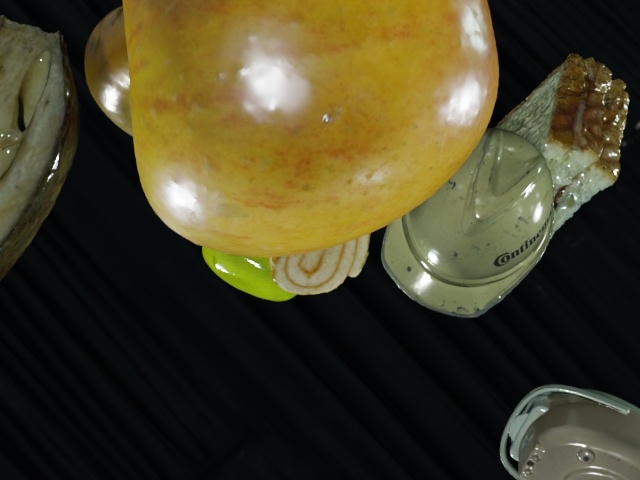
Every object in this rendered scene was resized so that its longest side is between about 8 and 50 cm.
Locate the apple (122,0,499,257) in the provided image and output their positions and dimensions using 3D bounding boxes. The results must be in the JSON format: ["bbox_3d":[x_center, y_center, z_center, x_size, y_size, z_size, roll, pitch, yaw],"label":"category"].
[{"bbox_3d":[-0.015,-0.131,0.834,0.275,0.299,0.299,-10,170,-9],"label":"apple"}]

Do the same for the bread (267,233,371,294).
[{"bbox_3d":[0.000,0.000,1.333,0.073,0.122,0.149,-105,-154,-57],"label":"bread"}]

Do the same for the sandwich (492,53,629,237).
[{"bbox_3d":[0.319,-0.101,1.632,0.325,0.131,0.262,-47,-167,39],"label":"sandwich"}]

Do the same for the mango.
[{"bbox_3d":[-0.100,0.034,1.560,0.089,0.163,0.117,-48,170,-27],"label":"mango"}]

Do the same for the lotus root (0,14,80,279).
[{"bbox_3d":[-0.361,-0.083,1.215,0.314,0.210,0.142,-65,158,-10],"label":"lotus root"}]

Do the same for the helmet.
[{"bbox_3d":[0.197,-0.042,1.308,0.257,0.204,0.137,-61,179,-15],"label":"helmet"}]

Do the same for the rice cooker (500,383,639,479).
[{"bbox_3d":[0.302,0.246,1.167,0.127,0.206,0.145,-66,178,-65],"label":"rice cooker"}]

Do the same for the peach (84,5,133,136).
[{"bbox_3d":[-0.173,-0.215,1.364,0.251,0.251,0.153,129,-35,-65],"label":"peach"}]
